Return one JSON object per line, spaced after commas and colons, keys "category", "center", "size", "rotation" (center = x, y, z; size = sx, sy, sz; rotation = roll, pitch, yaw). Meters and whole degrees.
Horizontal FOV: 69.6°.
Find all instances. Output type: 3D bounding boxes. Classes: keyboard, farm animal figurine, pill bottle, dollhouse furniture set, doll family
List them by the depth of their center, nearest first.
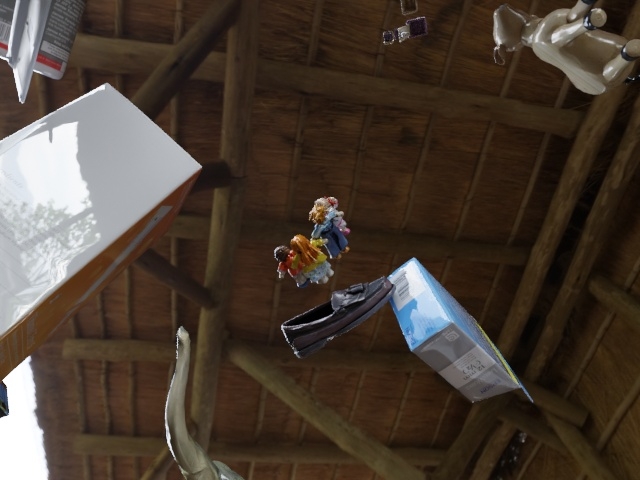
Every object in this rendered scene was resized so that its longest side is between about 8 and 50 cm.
{"category": "farm animal figurine", "center": [0.223, -0.330, 0.517], "size": [0.327, 0.172, 0.330], "rotation": [0, -87, 2]}
{"category": "keyboard", "center": [-0.346, -0.259, 0.549], "size": [0.256, 0.014, 0.072], "rotation": [-25, -96, 48]}
{"category": "pill bottle", "center": [-0.544, -0.477, 0.887], "size": [0.161, 0.161, 0.283], "rotation": [26, -83, 33]}
{"category": "dollhouse furniture set", "center": [0.153, -0.458, 0.928], "size": [0.091, 0.081, 0.114], "rotation": [2, -58, 31]}
{"category": "doll family", "center": [0.000, 0.000, 1.157], "size": [0.118, 0.263, 0.163], "rotation": [16, -29, 45]}

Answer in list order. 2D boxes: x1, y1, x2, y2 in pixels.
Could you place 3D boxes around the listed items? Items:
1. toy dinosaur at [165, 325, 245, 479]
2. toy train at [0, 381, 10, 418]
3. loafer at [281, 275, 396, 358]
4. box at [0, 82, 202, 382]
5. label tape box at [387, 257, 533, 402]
{"category": "toy dinosaur", "center": [-0.065, 0.194, 0.318], "size": [0.118, 0.064, 0.268], "rotation": [47, -32, 46]}
{"category": "toy train", "center": [-0.517, 0.202, 0.676], "size": [0.105, 0.080, 0.184], "rotation": [59, -31, 27]}
{"category": "loafer", "center": [0.033, 0.167, 1.075], "size": [0.303, 0.109, 0.095], "rotation": [-38, -86, 21]}
{"category": "box", "center": [-0.348, -0.004, 0.583], "size": [0.168, 0.345, 0.215], "rotation": [42, -38, -7]}
{"category": "label tape box", "center": [0.314, 0.232, 1.076], "size": [0.115, 0.249, 0.348], "rotation": [-40, -63, 13]}
